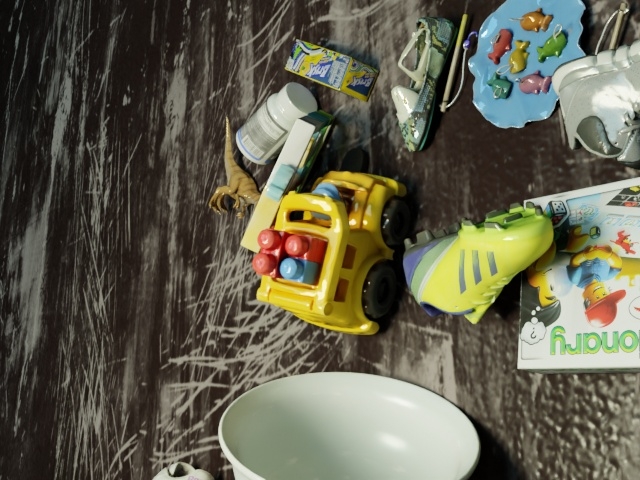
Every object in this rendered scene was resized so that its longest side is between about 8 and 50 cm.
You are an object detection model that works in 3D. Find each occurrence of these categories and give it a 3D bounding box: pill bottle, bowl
[{"bbox_3d":[-0.071,-0.193,1.452,0.137,0.078,0.078,-40,49,37],"label":"pill bottle"},{"bbox_3d":[0.030,0.274,1.024,0.298,0.298,0.134,27,120,53],"label":"bowl"}]

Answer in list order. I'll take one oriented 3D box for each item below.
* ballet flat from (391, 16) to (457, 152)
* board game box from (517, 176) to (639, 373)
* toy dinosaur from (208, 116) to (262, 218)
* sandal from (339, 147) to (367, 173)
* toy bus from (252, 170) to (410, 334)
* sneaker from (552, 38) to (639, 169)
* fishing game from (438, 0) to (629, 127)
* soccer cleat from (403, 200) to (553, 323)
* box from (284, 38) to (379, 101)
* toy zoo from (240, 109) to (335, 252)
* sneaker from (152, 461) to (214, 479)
[{"bbox_3d":[0.131,-0.217,1.210,0.070,0.070,0.188,10,84,53],"label":"ballet flat"},{"bbox_3d":[0.333,0.032,0.872,0.305,0.053,0.192,-12,68,50],"label":"board game box"},{"bbox_3d":[-0.146,-0.102,1.547,0.112,0.064,0.211,-41,55,12],"label":"toy dinosaur"},{"bbox_3d":[0.029,-0.053,1.304,0.067,0.040,0.179,-3,76,51],"label":"sandal"},{"bbox_3d":[0.000,0.000,1.158,0.149,0.211,0.220,10,83,34],"label":"toy bus"},{"bbox_3d":[0.348,-0.142,0.908,0.229,0.086,0.132,-14,78,52],"label":"sneaker"},{"bbox_3d":[0.249,-0.232,1.089,0.264,0.041,0.189,21,97,53],"label":"fishing game"},{"bbox_3d":[0.182,0.031,0.996,0.289,0.093,0.121,156,98,-70],"label":"soccer cleat"},{"bbox_3d":[0.015,-0.268,1.383,0.169,0.059,0.054,35,104,52],"label":"box"},{"bbox_3d":[-0.045,-0.091,1.275,0.192,0.030,0.293,-65,-2,14],"label":"toy zoo"},{"bbox_3d":[-0.263,0.455,1.472,0.305,0.114,0.152,-28,30,49],"label":"sneaker"}]
